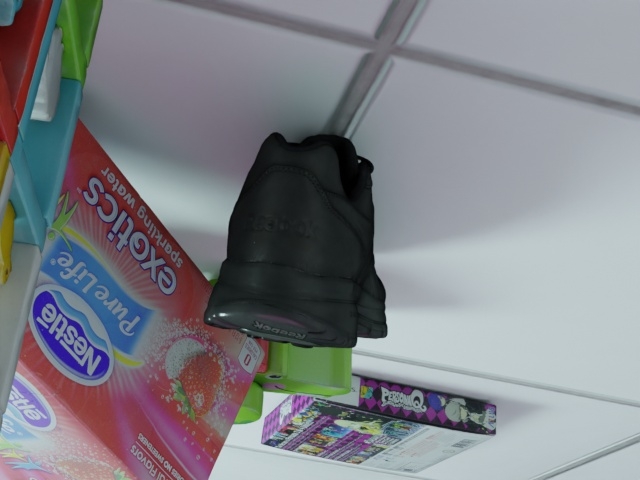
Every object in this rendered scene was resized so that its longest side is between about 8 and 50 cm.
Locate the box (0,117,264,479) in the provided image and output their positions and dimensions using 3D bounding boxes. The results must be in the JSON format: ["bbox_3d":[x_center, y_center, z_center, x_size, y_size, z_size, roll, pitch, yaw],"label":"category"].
[{"bbox_3d":[-0.187,0.040,0.655,0.142,0.154,0.300,-10,129,33],"label":"box"}]

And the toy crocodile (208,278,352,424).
[{"bbox_3d":[-0.133,0.074,0.867,0.340,0.115,0.105,13,154,-12],"label":"toy crocodile"}]

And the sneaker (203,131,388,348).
[{"bbox_3d":[0.000,0.000,0.686,0.109,0.130,0.286,9,178,2],"label":"sneaker"}]

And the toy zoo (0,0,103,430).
[{"bbox_3d":[-0.128,-0.042,0.398,0.030,0.293,0.192,9,155,-4],"label":"toy zoo"}]

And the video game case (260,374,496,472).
[{"bbox_3d":[0.060,0.215,1.211,0.210,0.042,0.232,13,155,-12],"label":"video game case"}]
